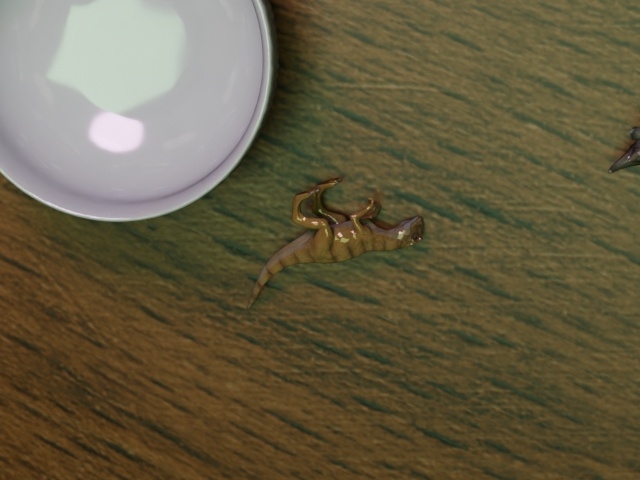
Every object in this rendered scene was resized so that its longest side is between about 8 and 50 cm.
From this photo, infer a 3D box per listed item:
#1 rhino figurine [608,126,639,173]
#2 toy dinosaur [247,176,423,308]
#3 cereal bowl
[{"bbox_3d":[0.391,-0.124,1.772,0.243,0.106,0.073,-26,95,13],"label":"rhino figurine"},{"bbox_3d":[0.000,0.000,1.885,0.211,0.064,0.112,-15,99,12],"label":"toy dinosaur"},{"bbox_3d":[-0.201,-0.195,1.843,0.339,0.141,0.339,2,102,9],"label":"cereal bowl"}]
